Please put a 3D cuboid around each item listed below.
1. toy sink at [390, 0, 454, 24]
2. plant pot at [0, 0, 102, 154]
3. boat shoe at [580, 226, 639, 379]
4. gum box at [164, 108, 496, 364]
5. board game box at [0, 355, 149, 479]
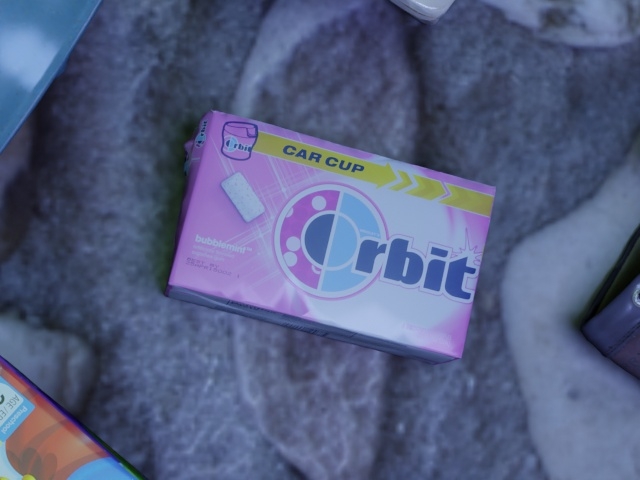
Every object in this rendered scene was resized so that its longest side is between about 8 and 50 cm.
[{"bbox_3d":[0.055,-0.237,0.743,0.152,0.131,0.234,35,72,-2],"label":"toy sink"},{"bbox_3d":[-0.253,-0.153,0.619,0.255,0.271,0.272,35,76,-20],"label":"plant pot"},{"bbox_3d":[0.258,-0.038,0.759,0.092,0.103,0.285,30,83,-8],"label":"boat shoe"},{"bbox_3d":[0.000,0.000,0.727,0.188,0.062,0.107,15,78,-7],"label":"gum box"},{"bbox_3d":[-0.109,0.205,0.632,0.275,0.144,0.142,41,76,-1],"label":"board game box"}]
